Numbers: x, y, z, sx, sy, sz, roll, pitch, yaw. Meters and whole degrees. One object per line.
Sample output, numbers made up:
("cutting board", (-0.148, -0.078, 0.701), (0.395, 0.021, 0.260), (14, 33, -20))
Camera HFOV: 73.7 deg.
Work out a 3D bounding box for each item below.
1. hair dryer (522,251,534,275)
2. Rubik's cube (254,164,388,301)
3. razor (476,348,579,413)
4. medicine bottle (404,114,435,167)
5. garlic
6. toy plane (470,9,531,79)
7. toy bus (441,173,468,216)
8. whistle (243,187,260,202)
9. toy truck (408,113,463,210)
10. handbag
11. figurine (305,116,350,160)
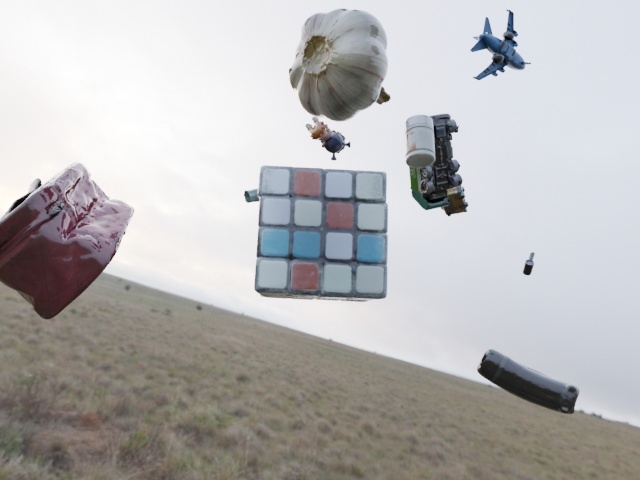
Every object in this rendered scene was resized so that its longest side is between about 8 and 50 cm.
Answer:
("hair dryer", (0.643, 0.064, 1.313), (0.026, 0.083, 0.047), (16, -44, 24))
("Rubik's cube", (-0.001, 0.000, 0.920), (0.257, 0.253, 0.259), (3, -9, -2))
("razor", (0.330, 0.228, 0.687), (0.148, 0.054, 0.090), (22, -6, 24))
("medicine bottle", (0.192, -0.192, 0.829), (0.057, 0.089, 0.057), (2, -18, 1))
("garlic", (0.075, -0.377, 0.974), (0.245, 0.244, 0.253), (4, -3, 45))
("toy plane", (0.672, -0.696, 1.573), (0.272, 0.254, 0.105), (18, 13, -23))
("toy bus", (0.496, -0.167, 1.618), (0.103, 0.091, 0.182), (-14, -26, 21))
("whistle", (-0.196, -0.222, 1.948), (0.312, 0.062, 0.062), (-14, 6, -32))
("toy truck", (0.307, -0.213, 1.178), (0.114, 0.253, 0.124), (-14, 14, -19))
("handbag", (-0.353, -0.014, 0.578), (0.135, 0.146, 0.225), (48, 7, -26))
("figurine", (0.028, -0.425, 1.790), (0.195, 0.102, 0.111), (21, -52, -41))
